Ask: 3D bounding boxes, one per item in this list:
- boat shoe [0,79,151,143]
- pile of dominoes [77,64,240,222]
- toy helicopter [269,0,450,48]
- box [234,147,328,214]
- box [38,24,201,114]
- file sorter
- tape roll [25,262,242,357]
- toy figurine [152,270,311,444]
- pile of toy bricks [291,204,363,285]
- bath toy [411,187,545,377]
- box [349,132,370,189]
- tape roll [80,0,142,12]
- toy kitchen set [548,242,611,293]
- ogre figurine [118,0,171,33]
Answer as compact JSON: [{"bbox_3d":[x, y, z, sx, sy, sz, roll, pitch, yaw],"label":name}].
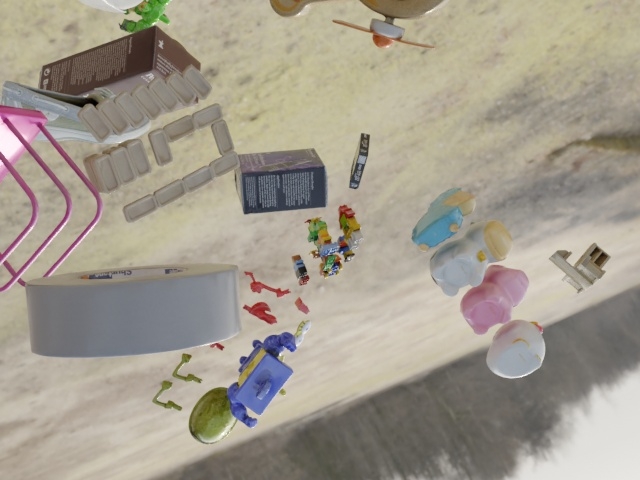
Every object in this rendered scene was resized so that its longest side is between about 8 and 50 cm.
[{"bbox_3d":[-0.472,-0.256,1.653,0.320,0.118,0.103,-5,120,-41],"label":"boat shoe"},{"bbox_3d":[-0.260,-0.160,1.348,0.251,0.196,0.040,-33,-153,-35],"label":"pile of dominoes"},{"bbox_3d":[0.072,-0.436,1.477,0.355,0.235,0.140,-4,-169,27],"label":"toy helicopter"},{"bbox_3d":[-0.097,-0.144,2.034,0.207,0.108,0.153,-7,-156,-10],"label":"box"},{"bbox_3d":[-0.516,-0.399,2.161,0.381,0.143,0.191,-13,155,26],"label":"box"},{"bbox_3d":[-0.449,-0.041,1.055,0.202,0.182,0.291,-46,168,16],"label":"file sorter"},{"bbox_3d":[-0.194,0.069,0.887,0.219,0.072,0.219,-4,-178,0],"label":"tape roll"},{"bbox_3d":[-0.155,0.260,1.609,0.362,0.191,0.217,-51,-162,2],"label":"toy figurine"},{"bbox_3d":[0.000,0.000,1.643,0.118,0.105,0.212,-14,160,-19],"label":"pile of toy bricks"},{"bbox_3d":[0.294,0.079,1.475,0.151,0.348,0.129,-27,-160,15],"label":"bath toy"},{"bbox_3d":[0.072,-0.146,1.554,0.018,0.067,0.083,12,133,-4],"label":"box"},{"bbox_3d":[-0.425,-0.666,1.703,0.072,0.392,0.392,10,176,15],"label":"tape roll"},{"bbox_3d":[0.377,0.020,1.204,0.075,0.068,0.083,-46,170,-15],"label":"toy kitchen set"},{"bbox_3d":[-0.434,-0.599,2.142,0.197,0.118,0.097,-40,142,0],"label":"ogre figurine"}]
